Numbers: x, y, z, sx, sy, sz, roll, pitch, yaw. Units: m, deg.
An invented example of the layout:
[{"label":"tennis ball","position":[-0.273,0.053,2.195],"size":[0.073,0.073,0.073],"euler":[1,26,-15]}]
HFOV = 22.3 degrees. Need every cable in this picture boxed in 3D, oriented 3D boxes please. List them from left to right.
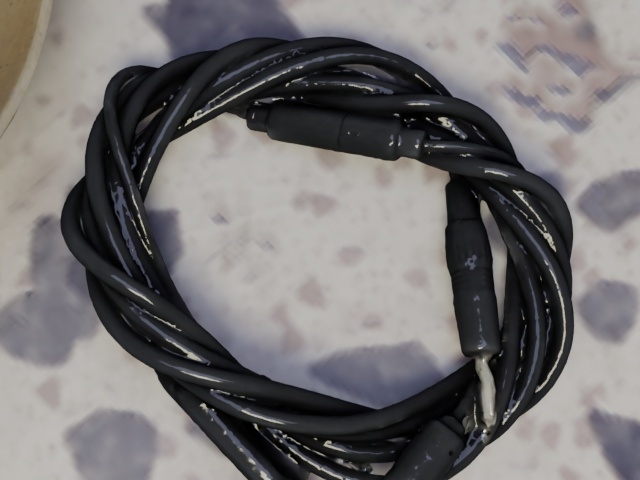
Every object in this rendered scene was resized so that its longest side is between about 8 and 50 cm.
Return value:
[{"label":"cable","position":[0.000,0.000,0.561],"size":[0.150,0.047,0.184],"euler":[-42,84,-7]}]

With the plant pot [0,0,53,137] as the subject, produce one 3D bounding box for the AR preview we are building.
[{"label":"plant pot","position":[-0.245,-0.117,0.482],"size":[0.191,0.284,0.284],"euler":[-10,80,32]}]
